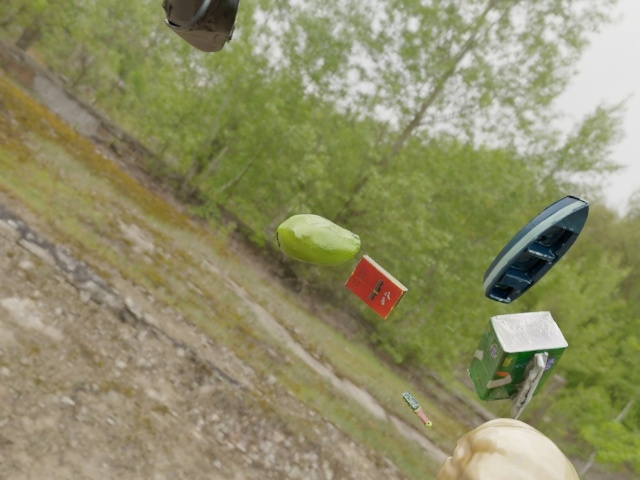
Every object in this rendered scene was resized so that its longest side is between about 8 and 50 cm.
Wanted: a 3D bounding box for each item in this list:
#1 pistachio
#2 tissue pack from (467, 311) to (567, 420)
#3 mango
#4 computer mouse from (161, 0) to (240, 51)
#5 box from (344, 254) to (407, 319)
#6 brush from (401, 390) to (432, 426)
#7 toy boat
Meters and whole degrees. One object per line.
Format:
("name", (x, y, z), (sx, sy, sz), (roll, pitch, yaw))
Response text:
("pistachio", (0.239, 0.302, 0.939), (0.229, 0.157, 0.157), (36, 1, -32))
("tissue pack", (0.439, 0.280, 1.742), (0.209, 0.148, 0.156), (100, -20, -46))
("mango", (0.000, 0.000, 1.446), (0.165, 0.091, 0.074), (6, -2, -19))
("computer mouse", (-0.148, -0.317, 0.991), (0.096, 0.137, 0.233), (7, 3, -11))
("box", (0.128, 0.109, 1.829), (0.133, 0.090, 0.023), (42, 25, 22))
("brush", (0.188, 0.327, 1.527), (0.083, 0.019, 0.021), (51, -18, 34))
("toy boat", (0.443, 0.013, 1.617), (0.096, 0.299, 0.061), (19, 38, -23))
